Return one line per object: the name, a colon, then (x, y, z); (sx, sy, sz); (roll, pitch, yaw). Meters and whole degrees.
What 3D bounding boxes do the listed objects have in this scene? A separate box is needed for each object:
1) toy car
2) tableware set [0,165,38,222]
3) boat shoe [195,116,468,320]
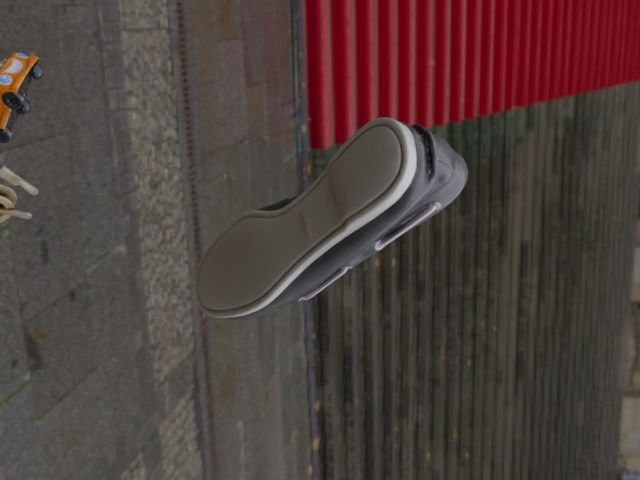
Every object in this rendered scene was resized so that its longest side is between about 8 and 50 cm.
toy car: (-0.202, -0.055, 0.438); (0.060, 0.041, 0.122); (-36, -149, 59)
tableware set: (-0.442, -0.057, 0.938); (0.194, 0.128, 0.039); (54, 15, -65)
boat shoe: (0.000, 0.000, 0.757); (0.096, 0.335, 0.112); (14, 56, -39)
